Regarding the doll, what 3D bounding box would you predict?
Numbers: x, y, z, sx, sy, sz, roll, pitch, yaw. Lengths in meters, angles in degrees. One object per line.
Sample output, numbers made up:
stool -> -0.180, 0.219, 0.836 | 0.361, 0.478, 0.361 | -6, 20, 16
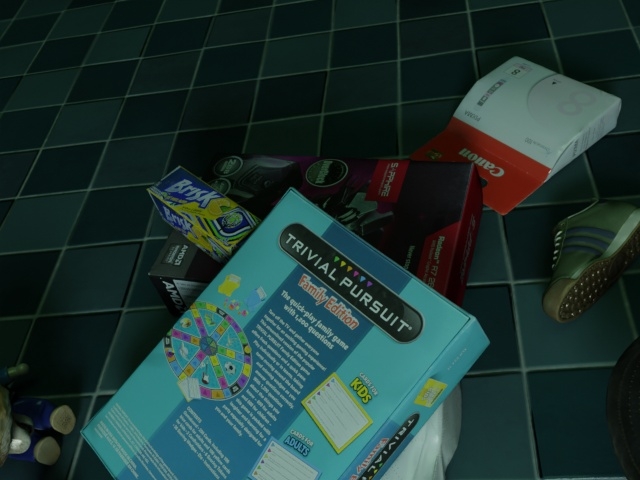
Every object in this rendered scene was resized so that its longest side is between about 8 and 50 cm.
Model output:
doll -> -0.379, 0.202, 0.843 | 0.189, 0.046, 0.129 | 8, 59, 21

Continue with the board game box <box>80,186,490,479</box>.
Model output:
board game box -> -0.042, 0.147, 0.705 | 0.254, 0.079, 0.336 | 37, 84, 34

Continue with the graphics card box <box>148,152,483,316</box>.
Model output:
graphics card box -> 0.000, 0.000, 0.901 | 0.370, 0.094, 0.233 | 5, 50, 21

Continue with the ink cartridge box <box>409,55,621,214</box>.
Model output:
ink cartridge box -> 0.268, -0.157, 1.006 | 0.232, 0.066, 0.189 | -33, 48, -22

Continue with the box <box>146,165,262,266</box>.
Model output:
box -> -0.133, -0.025, 0.856 | 0.054, 0.059, 0.169 | -41, 50, -21

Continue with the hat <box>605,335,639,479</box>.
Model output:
hat -> 0.406, 0.196, 0.583 | 0.331, 0.134, 0.331 | -10, 36, 8

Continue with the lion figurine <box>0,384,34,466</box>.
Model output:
lion figurine -> -0.414, 0.316, 0.665 | 0.240, 0.142, 0.392 | 23, 71, 47

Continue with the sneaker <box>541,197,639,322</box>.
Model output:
sneaker -> 0.300, 0.015, 0.833 | 0.192, 0.064, 0.086 | -39, 42, -21

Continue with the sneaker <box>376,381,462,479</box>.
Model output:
sneaker -> 0.082, 0.201, 0.708 | 0.094, 0.080, 0.212 | -3, 47, 28
